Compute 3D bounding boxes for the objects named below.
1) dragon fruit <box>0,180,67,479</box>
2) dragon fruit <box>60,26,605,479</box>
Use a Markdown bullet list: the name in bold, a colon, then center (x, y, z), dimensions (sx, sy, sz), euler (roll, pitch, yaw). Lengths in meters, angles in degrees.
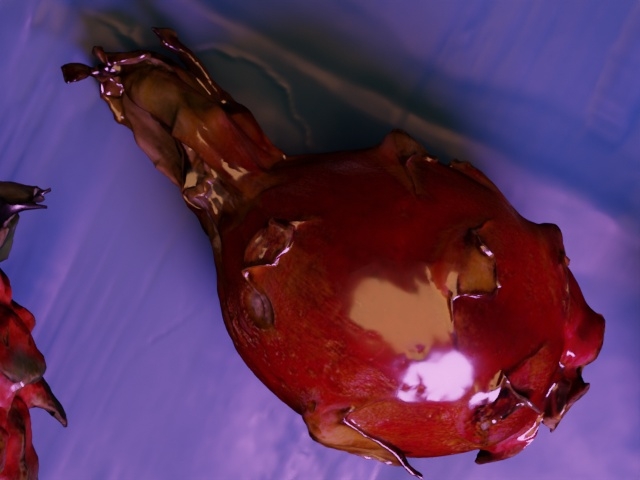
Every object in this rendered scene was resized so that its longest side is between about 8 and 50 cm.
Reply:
- **dragon fruit**: center (-0.184, 0.063, 0.732), dimensions (0.182, 0.182, 0.188), euler (-7, 101, -9)
- **dragon fruit**: center (0.000, 0.000, 0.790), dimensions (0.246, 0.125, 0.125), euler (42, 119, 0)
